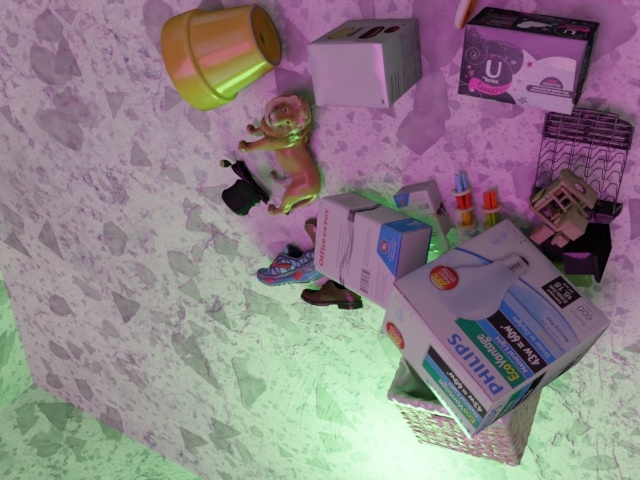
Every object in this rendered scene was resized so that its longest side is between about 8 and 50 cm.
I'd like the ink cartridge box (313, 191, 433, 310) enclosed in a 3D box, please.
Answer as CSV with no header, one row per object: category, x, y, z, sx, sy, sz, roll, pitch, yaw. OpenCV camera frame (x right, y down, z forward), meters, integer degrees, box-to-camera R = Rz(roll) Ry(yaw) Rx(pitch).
ink cartridge box,0.134,0.022,1.816,0.307,0.129,0.223,28,121,43

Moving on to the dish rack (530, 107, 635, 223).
dish rack,0.587,-0.171,1.514,0.208,0.074,0.272,14,125,24

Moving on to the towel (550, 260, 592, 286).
towel,0.598,0.077,1.685,0.148,0.027,0.110,4,145,35

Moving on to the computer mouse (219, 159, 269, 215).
computer mouse,-0.233,-0.171,1.960,0.060,0.262,0.184,-40,90,20

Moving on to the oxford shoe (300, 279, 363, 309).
oxford shoe,0.033,0.160,2.122,0.227,0.083,0.096,0,101,34

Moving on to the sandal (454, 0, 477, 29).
sandal,0.355,-0.551,1.391,0.076,0.102,0.265,28,141,13

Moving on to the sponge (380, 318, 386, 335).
sponge,0.227,0.170,1.958,0.031,0.117,0.210,24,131,15

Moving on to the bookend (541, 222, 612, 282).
bookend,0.590,0.027,1.587,0.156,0.157,0.072,-1,119,33

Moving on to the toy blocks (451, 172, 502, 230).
toy blocks,0.395,-0.101,1.700,0.123,0.054,0.148,2,121,34

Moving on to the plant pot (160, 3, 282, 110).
plant pot,-0.242,-0.490,1.740,0.239,0.254,0.254,-13,113,23

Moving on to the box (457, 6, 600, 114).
box,0.433,-0.380,1.419,0.247,0.142,0.163,18,128,24

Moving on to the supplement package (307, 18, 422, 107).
supplement package,0.107,-0.417,1.569,0.194,0.203,0.149,8,125,29

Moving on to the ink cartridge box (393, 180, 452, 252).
ink cartridge box,0.281,-0.060,1.799,0.104,0.061,0.181,-9,115,38

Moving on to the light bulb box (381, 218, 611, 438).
light bulb box,0.398,0.200,1.593,0.358,0.361,0.225,51,156,28

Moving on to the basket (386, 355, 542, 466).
basket,0.408,0.381,1.822,0.328,0.331,0.266,4,140,32

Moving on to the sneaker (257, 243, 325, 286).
sneaker,-0.096,0.072,2.140,0.261,0.104,0.125,-8,98,33

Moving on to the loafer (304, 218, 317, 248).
loafer,0.000,0.000,2.037,0.148,0.050,0.056,50,134,-6

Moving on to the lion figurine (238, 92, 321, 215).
lion figurine,-0.080,-0.231,1.895,0.240,0.142,0.392,-5,131,28

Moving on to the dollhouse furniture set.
dollhouse furniture set,0.499,-0.045,1.496,0.101,0.161,0.182,40,138,-1
